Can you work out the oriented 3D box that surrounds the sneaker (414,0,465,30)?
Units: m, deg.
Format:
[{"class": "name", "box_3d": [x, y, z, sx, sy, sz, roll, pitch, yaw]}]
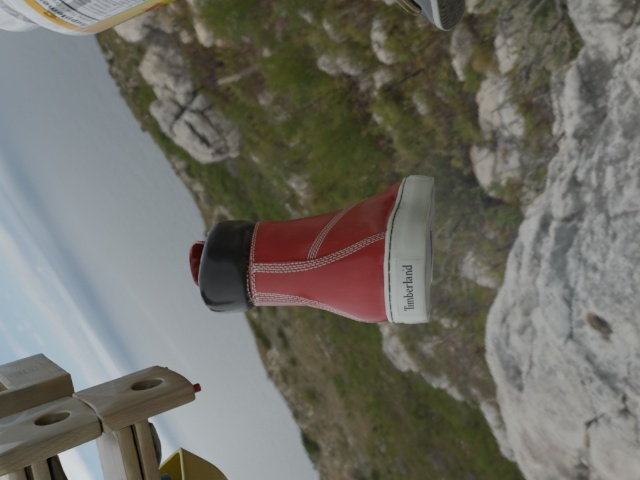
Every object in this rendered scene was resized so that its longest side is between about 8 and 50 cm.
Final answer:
[{"class": "sneaker", "box_3d": [0.154, -0.439, 1.127, 0.118, 0.083, 0.222, 36, 155, 35]}]

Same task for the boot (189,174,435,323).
[{"class": "boot", "box_3d": [0.000, 0.000, 0.560, 0.244, 0.176, 0.088, -44, -48, -74]}]

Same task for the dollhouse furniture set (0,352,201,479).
[{"class": "dollhouse furniture set", "box_3d": [-0.170, 0.160, 0.513, 0.184, 0.129, 0.129, 6, 108, 55]}]

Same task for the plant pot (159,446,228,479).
[{"class": "plant pot", "box_3d": [-0.132, 0.278, 0.748, 0.083, 0.081, 0.081, 30, -155, -34]}]

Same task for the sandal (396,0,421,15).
[{"class": "sandal", "box_3d": [0.105, -0.383, 1.028, 0.180, 0.049, 0.072, 35, -158, -49]}]

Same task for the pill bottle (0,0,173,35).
[{"class": "pill bottle", "box_3d": [-0.108, -0.185, 0.392, 0.215, 0.117, 0.117, -9, 118, 31]}]
